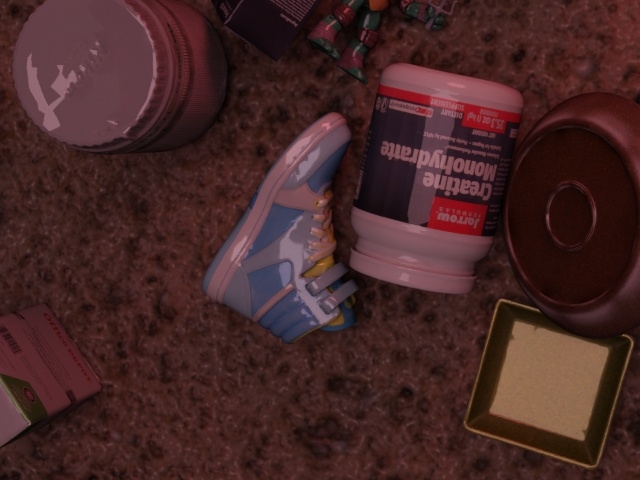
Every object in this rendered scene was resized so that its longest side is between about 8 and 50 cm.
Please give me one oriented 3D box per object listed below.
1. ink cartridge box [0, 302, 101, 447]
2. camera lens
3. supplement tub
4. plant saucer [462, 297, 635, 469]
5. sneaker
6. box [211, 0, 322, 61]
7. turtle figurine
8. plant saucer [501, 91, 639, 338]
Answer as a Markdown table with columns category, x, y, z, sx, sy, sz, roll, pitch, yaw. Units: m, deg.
| category | x | y | z | sx | sy | sz | roll | pitch | yaw |
| --- | --- | --- | --- | --- | --- | --- | --- | --- | --- |
| ink cartridge box | -0.426 | 0.190 | 1.993 | 0.092 | 0.219 | 0.160 | -36 | 84 | 17 |
| camera lens | -0.259 | -0.225 | 1.885 | 0.219 | 0.274 | 0.219 | 1 | 95 | 15 |
| supplement tub | 0.146 | -0.082 | 1.836 | 0.191 | 0.191 | 0.272 | 13 | 98 | 13 |
| plant saucer | 0.305 | 0.188 | 1.893 | 0.188 | 0.045 | 0.188 | 16 | 98 | 13 |
| sneaker | 0.000 | 0.000 | 1.918 | 0.208 | 0.127 | 0.319 | 37 | 112 | 11 |
| box | -0.059 | -0.342 | 1.875 | 0.093 | 0.156 | 0.158 | 31 | 103 | -22 |
| turtle figurine | 0.087 | -0.331 | 1.875 | 0.175 | 0.118 | 0.234 | 34 | 93 | -32 |
| plant saucer | 0.326 | -0.031 | 1.772 | 0.311 | 0.050 | 0.310 | 3 | 93 | 53 |
